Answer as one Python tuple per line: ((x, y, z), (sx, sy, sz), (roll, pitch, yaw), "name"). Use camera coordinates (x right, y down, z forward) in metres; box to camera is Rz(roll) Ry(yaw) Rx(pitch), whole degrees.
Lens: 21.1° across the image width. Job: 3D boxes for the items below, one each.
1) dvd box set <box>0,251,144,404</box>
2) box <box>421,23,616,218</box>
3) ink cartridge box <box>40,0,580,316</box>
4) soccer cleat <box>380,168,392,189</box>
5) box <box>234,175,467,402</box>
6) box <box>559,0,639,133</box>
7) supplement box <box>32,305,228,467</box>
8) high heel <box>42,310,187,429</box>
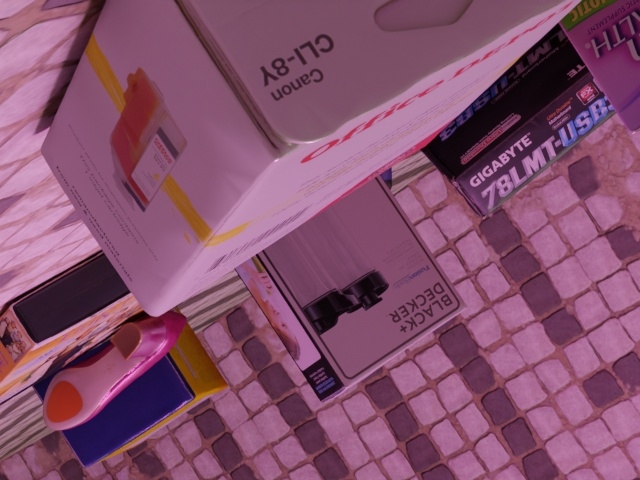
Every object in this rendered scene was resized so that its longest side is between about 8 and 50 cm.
((-0.306, 0.096, 2.188), (0.307, 0.062, 0.420), (-31, 176, -31), "dvd box set")
((0.246, -0.182, 2.025), (0.295, 0.073, 0.293), (-39, -159, 4), "box")
((-0.008, -0.122, 1.142), (0.279, 0.160, 0.384), (-32, 176, -23), "ink cartridge box")
((-0.061, -0.066, 1.918), (0.289, 0.121, 0.093), (-13, 174, 14), "soccer cleat")
((0.000, 0.000, 1.775), (0.169, 0.290, 0.087), (-30, 176, -23), "box")
((0.221, -0.212, 1.277), (0.117, 0.243, 0.213), (-34, 177, 15), "box")
((-0.294, 0.201, 2.620), (0.194, 0.195, 0.356), (-33, 175, 3), "supplement box")
((-0.287, 0.180, 2.391), (0.244, 0.082, 0.117), (-49, 160, 27), "high heel")
